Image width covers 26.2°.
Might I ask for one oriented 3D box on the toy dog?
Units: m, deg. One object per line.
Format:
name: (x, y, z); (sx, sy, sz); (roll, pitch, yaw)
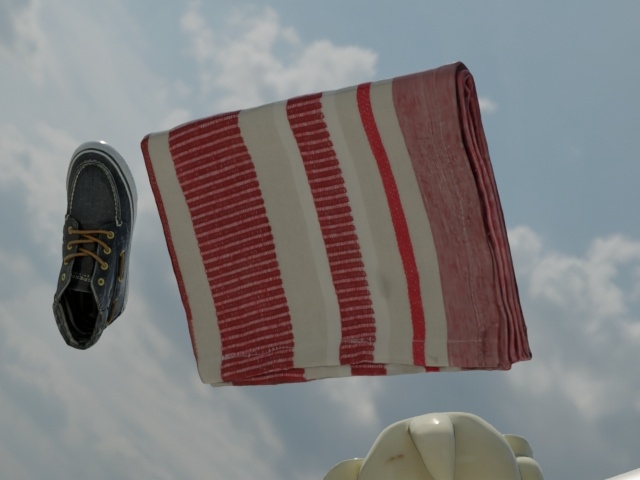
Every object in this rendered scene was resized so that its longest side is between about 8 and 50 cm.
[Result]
toy dog: (0.178, 0.423, 1.564); (0.395, 0.285, 0.407); (105, -21, -58)

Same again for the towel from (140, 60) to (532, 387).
towel: (0.000, 0.000, 1.118); (0.329, 0.037, 0.237); (-8, -81, 36)

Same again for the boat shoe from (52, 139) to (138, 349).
boat shoe: (-0.205, 0.007, 1.243); (0.065, 0.083, 0.183); (5, -64, 7)

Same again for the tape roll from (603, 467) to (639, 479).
tape roll: (0.286, 0.284, 1.021); (0.246, 0.169, 0.246); (165, -90, -77)
